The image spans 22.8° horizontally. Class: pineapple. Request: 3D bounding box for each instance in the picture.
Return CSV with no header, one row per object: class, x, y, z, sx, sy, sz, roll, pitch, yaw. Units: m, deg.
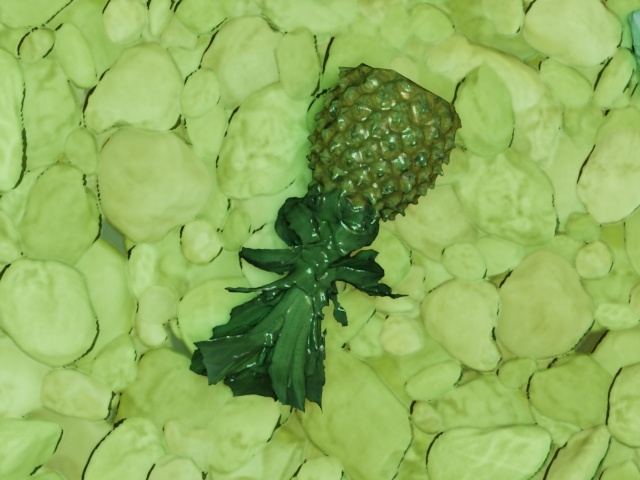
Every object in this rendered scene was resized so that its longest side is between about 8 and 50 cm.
pineapple,0.000,0.000,1.223,0.130,0.119,0.277,29,84,-33

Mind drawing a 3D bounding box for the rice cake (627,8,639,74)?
rice cake,0.361,-0.201,1.362,0.226,0.040,0.085,-27,98,-14
